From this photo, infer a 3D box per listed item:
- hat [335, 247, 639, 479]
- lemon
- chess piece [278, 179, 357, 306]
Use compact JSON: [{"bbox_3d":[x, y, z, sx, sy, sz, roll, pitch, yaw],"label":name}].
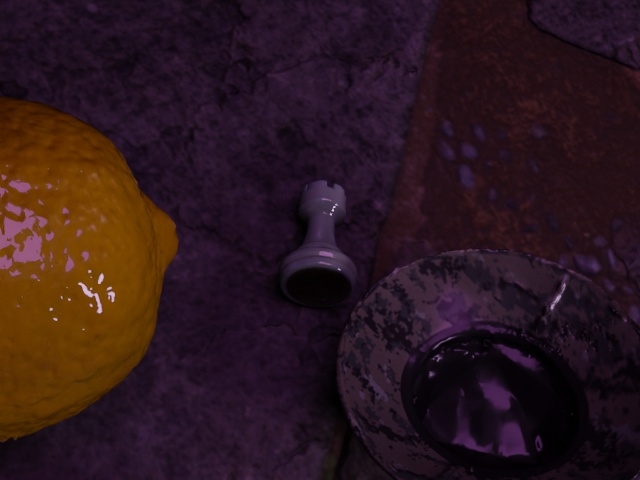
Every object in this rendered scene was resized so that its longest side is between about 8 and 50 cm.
[{"bbox_3d":[0.138,0.141,1.313,0.266,0.128,0.265,3,55,-4],"label":"hat"},{"bbox_3d":[-0.258,0.020,1.161,0.310,0.253,0.253,-6,65,-5],"label":"lemon"},{"bbox_3d":[0.000,0.000,1.377,0.067,0.067,0.103,14,50,-13],"label":"chess piece"}]
